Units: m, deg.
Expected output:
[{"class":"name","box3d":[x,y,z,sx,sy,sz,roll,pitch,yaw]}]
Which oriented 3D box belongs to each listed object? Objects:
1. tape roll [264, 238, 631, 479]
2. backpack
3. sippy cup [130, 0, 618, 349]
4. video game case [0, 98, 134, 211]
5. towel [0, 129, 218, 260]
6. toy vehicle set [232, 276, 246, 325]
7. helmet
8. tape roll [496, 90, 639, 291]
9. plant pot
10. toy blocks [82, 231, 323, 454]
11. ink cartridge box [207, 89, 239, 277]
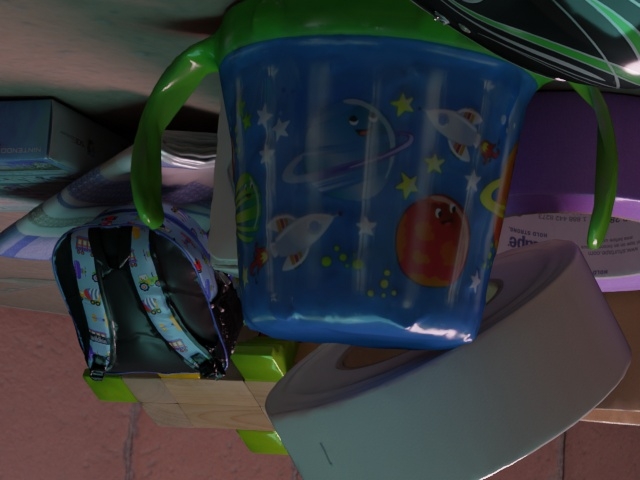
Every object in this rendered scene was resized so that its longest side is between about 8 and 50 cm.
[{"class":"tape roll","box3d":[0.099,0.108,1.378,0.286,0.100,0.286,-27,-172,4]},{"class":"backpack","box3d":[-0.160,0.035,1.591,0.158,0.117,0.173,-3,127,20]},{"class":"sippy cup","box3d":[0.035,-0.039,1.217,0.240,0.224,0.305,13,168,-41]},{"class":"video game case","box3d":[-0.320,-0.078,1.666,0.270,0.061,0.244,0,171,20]},{"class":"towel","box3d":[-0.158,-0.034,1.641,0.209,0.034,0.285,3,158,-44]},{"class":"toy vehicle set","box3d":[0.000,0.000,1.661,0.267,0.166,0.035,-4,151,41]},{"class":"helmet","box3d":[0.123,-0.142,0.723,0.162,0.169,0.169,22,169,-4]},{"class":"tape roll","box3d":[0.215,-0.035,1.468,0.275,0.090,0.275,4,163,1]},{"class":"plant pot","box3d":[0.426,0.142,2.276,0.284,0.190,0.284,5,172,1]},{"class":"toy blocks","box3d":[-0.029,0.068,1.836,0.381,0.261,0.190,0,142,24]},{"class":"ink cartridge box","box3d":[-0.005,-0.036,1.457,0.093,0.160,0.219,0,171,21]}]
